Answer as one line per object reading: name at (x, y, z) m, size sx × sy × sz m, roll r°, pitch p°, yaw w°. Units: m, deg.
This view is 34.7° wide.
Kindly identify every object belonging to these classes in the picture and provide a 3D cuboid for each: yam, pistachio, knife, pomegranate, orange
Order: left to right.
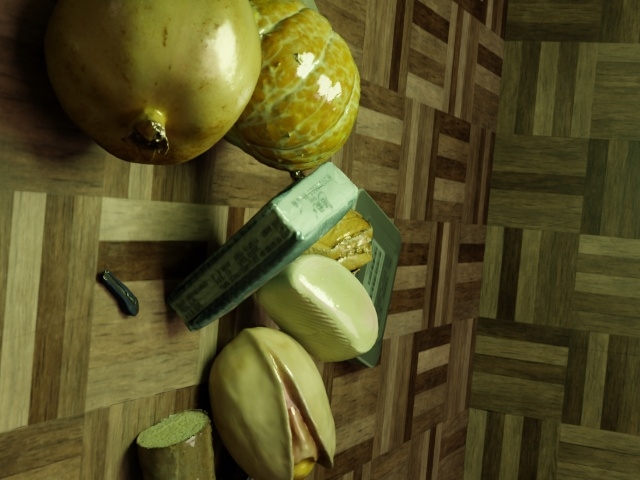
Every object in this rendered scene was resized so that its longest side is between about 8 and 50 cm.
knife at (-0.319, 0.082, 1.621) m, size 0.121 × 0.018 × 0.031 m, roll 59°, pitch 42°, yaw -52°
pomegranate at (-0.228, -0.246, 1.417) m, size 0.319 × 0.319 × 0.319 m, roll 6°, pitch 90°, yaw -66°
yam at (-0.237, 0.417, 1.750) m, size 0.128 × 0.129 × 0.238 m, roll -105°, pitch -172°, yaw -68°
orange at (-0.079, -0.270, 1.705) m, size 0.249 × 0.329 × 0.329 m, roll -55°, pitch 150°, yaw -8°
pistachio at (-0.088, 0.310, 1.923) m, size 0.230 × 0.229 × 0.309 m, roll -22°, pitch 89°, yaw -64°

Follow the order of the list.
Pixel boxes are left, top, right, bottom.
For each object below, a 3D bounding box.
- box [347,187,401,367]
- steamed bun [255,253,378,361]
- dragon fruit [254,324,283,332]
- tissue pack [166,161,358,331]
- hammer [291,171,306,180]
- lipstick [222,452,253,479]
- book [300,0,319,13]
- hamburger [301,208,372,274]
box at (0.094, 0.096, 2.475) m, size 0.373 × 0.090 × 0.367 m, roll 41°, pitch 59°, yaw -61°
steamed bun at (0.002, 0.114, 1.963) m, size 0.239 × 0.170 × 0.153 m, roll 49°, pitch 50°, yaw -17°
dragon fruit at (-0.087, 0.223, 2.069) m, size 0.126 × 0.068 × 0.112 m, roll 48°, pitch 40°, yaw -23°
tissue pack at (-0.099, 0.012, 1.767) m, size 0.103 × 0.315 × 0.228 m, roll 49°, pitch 34°, yaw -2°
hammer at (-0.031, -0.210, 2.206) m, size 0.065 × 0.021 × 0.178 m, roll 57°, pitch 42°, yaw -56°
lipstick at (-0.139, 0.409, 2.034) m, size 0.081 × 0.081 × 0.300 m, roll 59°, pitch 40°, yaw -54°
book at (-0.049, -0.359, 2.119) m, size 0.215 × 0.025 × 0.283 m, roll 61°, pitch 42°, yaw -54°
hamburger at (-0.001, -0.001, 2.096) m, size 0.214 × 0.213 × 0.108 m, roll -51°, pitch 145°, yaw -51°
